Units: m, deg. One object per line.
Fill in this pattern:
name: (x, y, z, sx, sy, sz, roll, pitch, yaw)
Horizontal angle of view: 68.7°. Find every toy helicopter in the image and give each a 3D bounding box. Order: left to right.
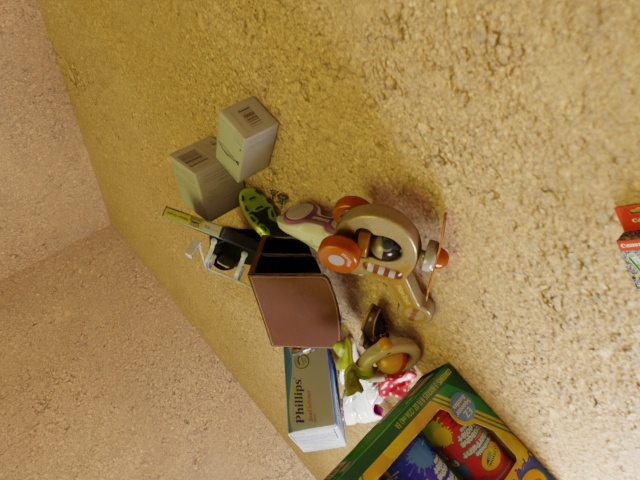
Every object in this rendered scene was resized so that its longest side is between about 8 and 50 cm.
toy helicopter: (0.169, 0.058, 0.957, 0.235, 0.140, 0.355, -6, 135, 31)

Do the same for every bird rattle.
bird rattle: (0.166, 0.321, 1.182, 0.207, 0.254, 0.143, -50, 32, 31)

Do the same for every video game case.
video game case: (-0.292, -0.017, 1.405, 0.249, 0.035, 0.275, 18, 173, 32)

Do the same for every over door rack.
over door rack: (-0.261, 0.075, 1.467, 0.240, 0.108, 0.324, 23, 168, 1)

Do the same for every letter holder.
letter holder: (-0.045, 0.145, 1.276, 0.215, 0.151, 0.301, 0, 133, 12)

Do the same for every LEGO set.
LEGO set: (-0.111, -0.119, 1.299, 0.083, 0.024, 0.054, 50, 152, 36)

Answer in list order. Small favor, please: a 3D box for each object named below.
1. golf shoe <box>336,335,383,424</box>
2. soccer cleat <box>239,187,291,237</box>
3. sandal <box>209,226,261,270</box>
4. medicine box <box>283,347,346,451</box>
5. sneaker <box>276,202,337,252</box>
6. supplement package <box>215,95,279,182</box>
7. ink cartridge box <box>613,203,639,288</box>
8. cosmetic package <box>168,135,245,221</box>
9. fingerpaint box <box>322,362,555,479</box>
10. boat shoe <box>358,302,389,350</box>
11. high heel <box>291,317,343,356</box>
golf shoe: (0.126, 0.434, 1.455, 0.140, 0.115, 0.305, -2, 111, 14)
soccer cleat: (-0.150, -0.025, 1.377, 0.289, 0.093, 0.121, 51, 153, 7)
sandal: (-0.328, 0.037, 1.692, 0.446, 0.107, 0.167, -8, 114, 57)
medicine box: (-0.017, 0.502, 1.493, 0.289, 0.149, 0.263, 78, -176, -56)
sneaker: (0.000, 0.000, 1.152, 0.305, 0.114, 0.152, 24, 137, 44)
supplement package: (-0.189, -0.251, 1.183, 0.105, 0.105, 0.179, 48, 151, 12)
ink cartridge box: (0.427, 0.008, 0.608, 0.063, 0.029, 0.115, -12, 110, 60)
cosmetic package: (-0.338, -0.187, 1.426, 0.151, 0.152, 0.183, 35, 145, 33)
fingerpaint box: (0.249, 0.563, 1.027, 0.371, 0.445, 0.163, 49, 150, 13)
boat shoe: (0.147, 0.235, 1.230, 0.073, 0.073, 0.206, 27, 152, 20)
high heel: (-0.071, 0.279, 1.477, 0.261, 0.186, 0.093, -1, 120, 57)
